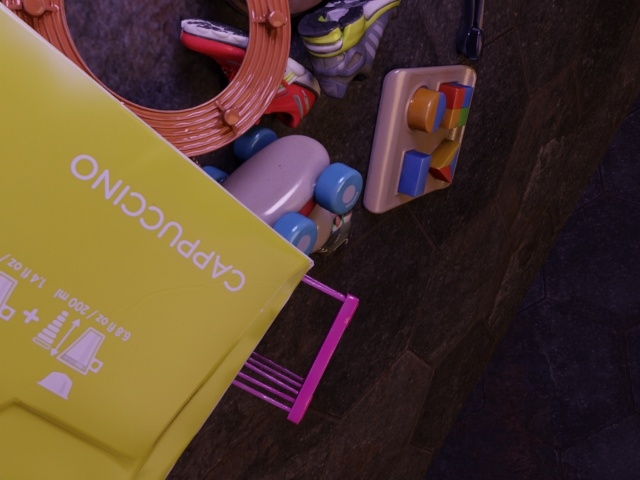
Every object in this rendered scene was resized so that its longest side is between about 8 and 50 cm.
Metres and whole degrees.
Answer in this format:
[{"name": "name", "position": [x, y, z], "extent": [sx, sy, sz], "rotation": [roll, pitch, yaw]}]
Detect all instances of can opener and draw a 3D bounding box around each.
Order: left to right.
[{"name": "can opener", "position": [0.353, -0.507, 1.284], "extent": [0.059, 0.073, 0.186], "rotation": [-16, 115, -37]}]

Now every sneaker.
[{"name": "sneaker", "position": [-0.098, -0.235, 0.837], "extent": [0.279, 0.107, 0.118], "rotation": [13, 108, -54]}, {"name": "sneaker", "position": [0.000, 0.000, 1.145], "extent": [0.192, 0.064, 0.086], "rotation": [-28, 127, -44]}, {"name": "sneaker", "position": [0.052, -0.330, 0.920], "extent": [0.300, 0.111, 0.121], "rotation": [-51, 145, -46]}]

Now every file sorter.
[{"name": "file sorter", "position": [-0.061, 0.148, 0.964], "extent": [0.202, 0.182, 0.290], "rotation": [-63, 176, -3]}]

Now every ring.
[{"name": "ring", "position": [-0.179, -0.263, 0.656], "extent": [0.337, 0.032, 0.336], "rotation": [-7, 103, -29]}]

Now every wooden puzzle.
[{"name": "wooden puzzle", "position": [0.254, -0.236, 1.310], "extent": [0.348, 0.081, 0.322], "rotation": [-19, 127, -45]}]

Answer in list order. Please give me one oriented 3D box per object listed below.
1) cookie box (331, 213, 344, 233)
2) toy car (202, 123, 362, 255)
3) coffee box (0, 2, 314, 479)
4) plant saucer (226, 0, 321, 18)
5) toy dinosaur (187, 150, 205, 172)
[{"name": "cookie box", "position": [-0.006, -0.076, 1.066], "extent": [0.040, 0.092, 0.107], "rotation": [-43, 141, -31]}, {"name": "toy car", "position": [-0.056, -0.031, 0.927], "extent": [0.210, 0.219, 0.238], "rotation": [-48, 148, -21]}, {"name": "coffee box", "position": [-0.278, 0.038, 0.473], "extent": [0.338, 0.334, 0.338], "rotation": [41, 76, -23]}, {"name": "plant saucer", "position": [-0.037, -0.437, 0.776], "extent": [0.278, 0.041, 0.277], "rotation": [-30, 144, -25]}, {"name": "toy dinosaur", "position": [-0.191, -0.031, 0.759], "extent": [0.127, 0.200, 0.295], "rotation": [-23, 128, -43]}]
